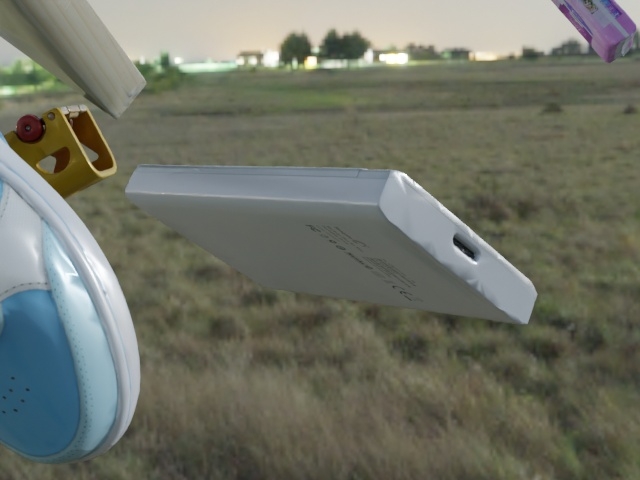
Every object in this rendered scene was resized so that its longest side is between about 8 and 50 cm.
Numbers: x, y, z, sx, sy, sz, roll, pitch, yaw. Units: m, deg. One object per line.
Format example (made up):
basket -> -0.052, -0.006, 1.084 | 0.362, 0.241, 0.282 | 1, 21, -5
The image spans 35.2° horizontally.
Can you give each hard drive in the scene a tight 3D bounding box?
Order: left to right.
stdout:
hard drive -> 0.000, 0.000, 0.846 | 0.307, 0.040, 0.203 | 6, -23, 46

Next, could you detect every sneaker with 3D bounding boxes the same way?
sneaker -> -0.215, 0.004, 0.420 | 0.127, 0.319, 0.208 | -31, 12, 21

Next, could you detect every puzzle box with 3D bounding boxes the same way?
puzzle box -> -0.360, -0.287, 0.920 | 0.409, 0.052, 0.272 | 36, -8, 19

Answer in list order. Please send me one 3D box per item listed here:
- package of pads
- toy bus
package of pads -> 0.231, -0.193, 0.855 | 0.032, 0.083, 0.050 | -37, -14, 1
toy bus -> -0.320, -0.065, 1.078 | 0.191, 0.104, 0.202 | -32, 8, -34
